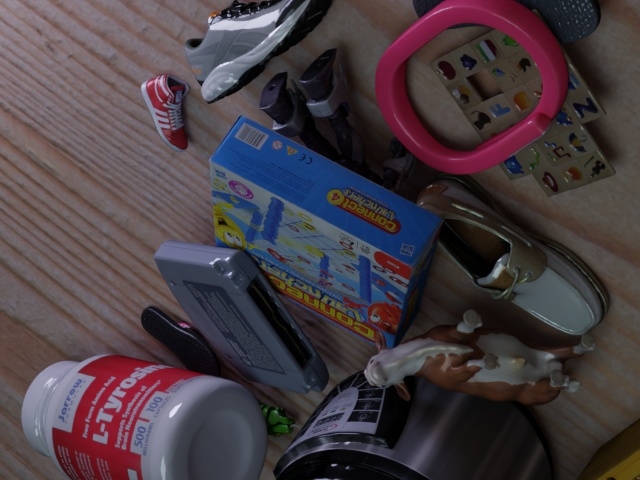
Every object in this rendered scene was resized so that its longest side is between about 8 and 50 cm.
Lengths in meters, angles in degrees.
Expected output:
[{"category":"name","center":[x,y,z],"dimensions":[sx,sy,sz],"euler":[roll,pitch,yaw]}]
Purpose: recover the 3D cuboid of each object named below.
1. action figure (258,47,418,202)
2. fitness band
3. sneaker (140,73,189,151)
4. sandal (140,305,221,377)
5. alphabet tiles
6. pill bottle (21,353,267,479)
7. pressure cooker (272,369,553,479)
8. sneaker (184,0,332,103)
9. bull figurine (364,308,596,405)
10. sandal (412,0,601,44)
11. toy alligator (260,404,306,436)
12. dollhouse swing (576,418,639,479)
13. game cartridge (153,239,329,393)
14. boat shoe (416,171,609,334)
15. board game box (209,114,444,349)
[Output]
[{"category":"action figure","center":[0.035,-0.116,1.773],"dimensions":[0.185,0.099,0.285],"euler":[-14,124,27]},{"category":"fitness band","center":[0.188,-0.198,1.625],"dimensions":[0.209,0.054,0.291],"euler":[51,143,-5]},{"category":"sneaker","center":[-0.217,-0.192,1.903],"dimensions":[0.067,0.042,0.118],"euler":[-19,104,39]},{"category":"sandal","center":[-0.224,0.164,2.119],"dimensions":[0.179,0.040,0.067],"euler":[36,124,25]},{"category":"alphabet tiles","center":[0.269,-0.163,1.627],"dimensions":[0.237,0.009,0.198],"euler":[53,144,-13]},{"category":"pill bottle","center":[-0.302,0.311,2.096],"dimensions":[0.407,0.229,0.229],"euler":[6,120,42]},{"category":"pressure cooker","center":[0.114,0.407,1.817],"dimensions":[0.375,0.420,0.370],"euler":[21,126,19]},{"category":"sneaker","center":[-0.092,-0.289,1.745],"dimensions":[0.271,0.100,0.108],"euler":[-31,94,38]},{"category":"bull figurine","center":[0.217,0.164,1.737],"dimensions":[0.310,0.101,0.188],"euler":[7,163,-21]},{"category":"sandal","center":[0.231,-0.304,1.581],"dimensions":[0.254,0.054,0.097],"euler":[15,132,35]},{"category":"toy alligator","center":[-0.080,0.295,2.101],"dimensions":[0.189,0.056,0.051],"euler":[-12,69,34]},{"category":"dollhouse swing","center":[0.507,0.437,1.688],"dimensions":[0.347,0.305,0.315],"euler":[44,129,2]},{"category":"game cartridge","center":[-0.125,0.115,1.948],"dimensions":[0.196,0.060,0.294],"euler":[4,138,42]},{"category":"boat shoe","center":[0.250,0.034,1.728],"dimensions":[0.302,0.103,0.113],"euler":[37,126,4]},{"category":"board game box","center":[0.000,0.000,1.773],"dimensions":[0.308,0.086,0.302],"euler":[28,155,11]}]
